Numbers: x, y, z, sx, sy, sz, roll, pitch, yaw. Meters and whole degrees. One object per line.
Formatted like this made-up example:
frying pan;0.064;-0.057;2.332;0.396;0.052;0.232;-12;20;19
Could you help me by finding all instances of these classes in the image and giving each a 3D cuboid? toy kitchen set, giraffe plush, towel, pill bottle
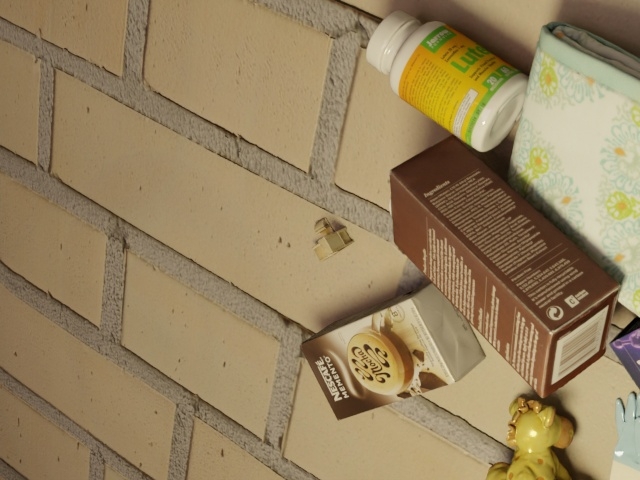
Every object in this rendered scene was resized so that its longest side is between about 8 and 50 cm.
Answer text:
toy kitchen set;0.000;0.000;1.941;0.083;0.075;0.068;-33;85;38
giraffe plush;0.363;0.354;1.753;0.181;0.210;0.170;3;81;42
towel;0.412;-0.095;1.476;0.374;0.090;0.320;46;138;42
pill bottle;0.196;-0.258;1.632;0.246;0.136;0.136;38;128;21

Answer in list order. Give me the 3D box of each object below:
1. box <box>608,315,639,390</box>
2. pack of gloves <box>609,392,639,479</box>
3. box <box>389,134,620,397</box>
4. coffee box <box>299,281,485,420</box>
box;0.561;0.156;1.528;0.207;0.108;0.153;-40;82;41
pack of gloves;0.562;0.358;1.671;0.195;0.046;0.232;19;117;46
box;0.270;0.034;1.593;0.381;0.143;0.191;47;160;32
coffee box;0.126;0.202;1.894;0.297;0.119;0.168;-28;90;42
